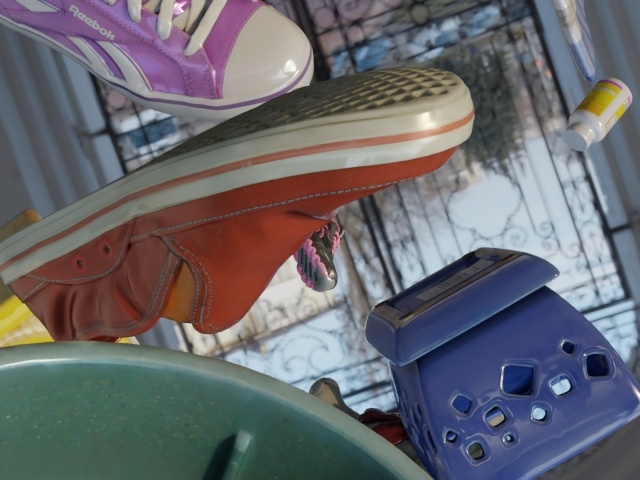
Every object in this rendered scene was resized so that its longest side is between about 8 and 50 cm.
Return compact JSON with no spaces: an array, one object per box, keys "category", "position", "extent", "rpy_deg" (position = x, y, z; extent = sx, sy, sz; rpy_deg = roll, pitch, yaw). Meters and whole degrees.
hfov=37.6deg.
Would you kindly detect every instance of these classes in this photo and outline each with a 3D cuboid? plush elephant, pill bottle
[{"category":"plush elephant","position":[0.162,0.301,1.442],"extent":[0.255,0.330,0.272],"rpy_deg":[-44,-178,9]},{"category":"pill bottle","position":[0.299,-0.135,1.021],"extent":[0.083,0.043,0.043],"rpy_deg":[-47,-166,-20]}]

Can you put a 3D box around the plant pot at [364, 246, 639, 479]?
[{"category":"plant pot","position":[0.189,0.137,1.082],"extent":[0.236,0.212,0.236],"rpy_deg":[-29,-176,-5]}]

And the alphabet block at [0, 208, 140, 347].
[{"category":"alphabet block","position":[-0.300,0.115,0.965],"extent":[0.192,0.193,0.197],"rpy_deg":[-40,-150,-10]}]

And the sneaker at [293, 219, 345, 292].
[{"category":"sneaker","position":[0.000,0.000,0.864],"extent":[0.057,0.047,0.119],"rpy_deg":[-5,-139,-20]}]

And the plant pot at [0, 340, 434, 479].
[{"category":"plant pot","position":[-0.110,0.279,0.413],"extent":[0.341,0.341,0.334],"rpy_deg":[-24,145,-48]}]

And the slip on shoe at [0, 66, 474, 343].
[{"category":"slip on shoe","position":[-0.053,-0.007,0.505],"extent":[0.331,0.101,0.123],"rpy_deg":[-21,-169,39]}]

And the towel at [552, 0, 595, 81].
[{"category":"towel","position":[0.276,-0.356,1.131],"extent":[0.034,0.285,0.209],"rpy_deg":[-18,-145,21]}]

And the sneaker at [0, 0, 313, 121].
[{"category":"sneaker","position":[-0.138,-0.178,0.625],"extent":[0.282,0.102,0.161],"rpy_deg":[20,159,6]}]
